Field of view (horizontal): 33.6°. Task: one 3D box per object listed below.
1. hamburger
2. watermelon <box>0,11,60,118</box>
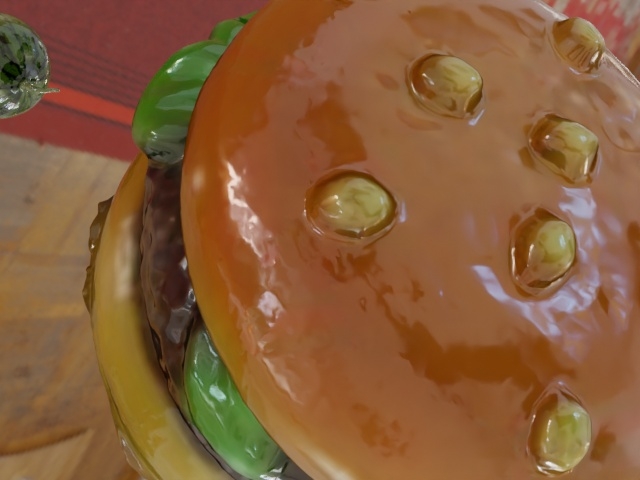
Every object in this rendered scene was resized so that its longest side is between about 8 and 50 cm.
[{"bbox_3d":[0.073,0.027,0.671,0.396,0.395,0.277,-45,-175,-36],"label":"hamburger"},{"bbox_3d":[-0.295,-0.158,0.970,0.109,0.109,0.109,-50,164,-21],"label":"watermelon"}]
